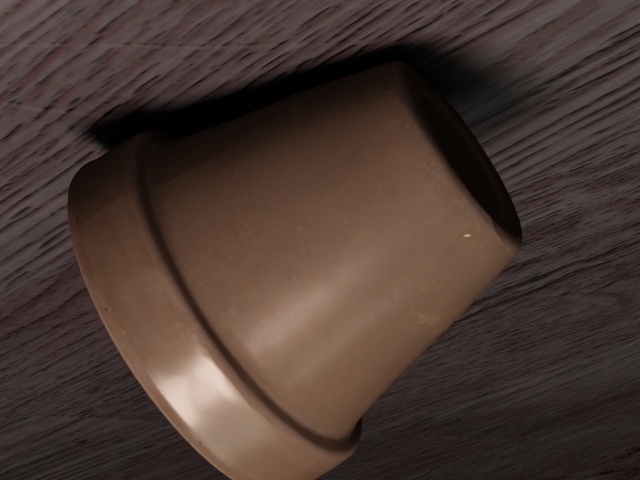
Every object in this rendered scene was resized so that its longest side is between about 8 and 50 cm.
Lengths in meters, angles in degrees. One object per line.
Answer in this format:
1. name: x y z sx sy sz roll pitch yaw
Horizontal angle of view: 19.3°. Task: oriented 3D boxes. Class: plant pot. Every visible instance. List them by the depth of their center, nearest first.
1. plant pot: 0.000 0.000 1.247 0.229 0.263 0.263 -34 155 15
